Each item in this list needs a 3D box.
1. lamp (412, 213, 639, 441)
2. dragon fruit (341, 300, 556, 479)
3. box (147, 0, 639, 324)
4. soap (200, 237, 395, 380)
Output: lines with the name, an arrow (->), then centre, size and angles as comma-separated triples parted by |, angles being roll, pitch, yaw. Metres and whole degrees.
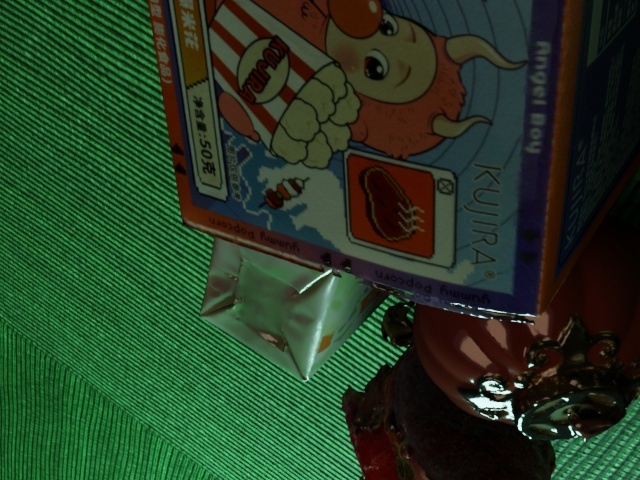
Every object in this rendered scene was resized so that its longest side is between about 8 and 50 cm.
lamp -> 0.193, 0.071, 0.828 | 0.227, 0.227, 0.227 | 21, 133, 24
dragon fruit -> 0.128, 0.213, 1.017 | 0.282, 0.211, 0.147 | 57, 138, 27
box -> 0.068, -0.177, 0.697 | 0.318, 0.257, 0.348 | 18, 132, 25
soap -> 0.000, 0.000, 0.935 | 0.138, 0.199, 0.182 | 32, 136, 18
